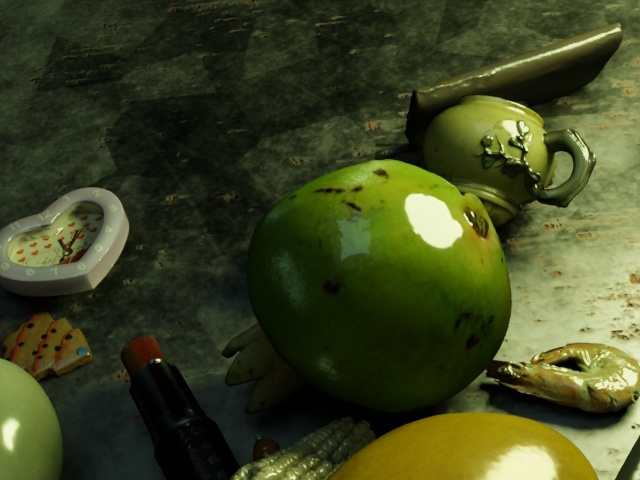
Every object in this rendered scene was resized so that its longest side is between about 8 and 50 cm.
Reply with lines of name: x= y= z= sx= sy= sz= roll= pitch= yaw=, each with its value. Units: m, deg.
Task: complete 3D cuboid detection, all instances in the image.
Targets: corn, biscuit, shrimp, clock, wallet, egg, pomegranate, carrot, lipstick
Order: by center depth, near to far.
corn: x=-0.020 y=0.249 z=1.053 sx=0.087 sy=0.087 sz=0.211 roll=19 pitch=18 yaw=28
egg: x=-0.377 y=0.239 z=1.099 sx=0.187 sy=0.186 sz=0.253 roll=-13 pitch=43 yaw=0
pomegranate: x=0.046 y=0.094 z=1.103 sx=0.358 sy=0.310 sz=0.216 roll=-40 pitch=46 yaw=20
carrot: x=-0.045 y=0.271 z=1.106 sx=0.035 sy=0.035 sz=0.142 roll=-21 pitch=53 yaw=-8
lipstick: x=-0.156 y=0.222 z=1.142 sx=0.081 sy=0.081 sz=0.299 roll=-28 pitch=48 yaw=-14
shrimp: x=0.276 y=0.148 z=1.146 sx=0.180 sy=0.041 sz=0.099 roll=3 pitch=47 yaw=15
biscuit: x=-0.355 y=0.139 z=1.307 sx=0.130 sy=0.019 sz=0.119 roll=5 pitch=48 yaw=16
clock: x=-0.349 y=0.018 z=1.389 sx=0.198 sy=0.064 sz=0.172 roll=-32 pitch=49 yaw=-18
wallet: x=0.266 y=-0.213 z=1.417 sx=0.310 sy=0.165 sz=0.042 roll=-20 pitch=72 yaw=-8

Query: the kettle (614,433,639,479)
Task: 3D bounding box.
kettle: x=0.425 y=0.256 z=0.942 sx=0.203 sy=0.262 sz=0.308 roll=40 pitch=55 yaw=-2

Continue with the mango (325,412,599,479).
mango: x=0.099 y=0.323 z=0.893 sx=0.300 sy=0.232 sz=0.445 roll=19 pitch=48 yaw=31

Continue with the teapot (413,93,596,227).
teapot: x=0.221 y=-0.083 z=1.307 sx=0.270 sy=0.173 sz=0.182 roll=12 pitch=79 yaw=39
